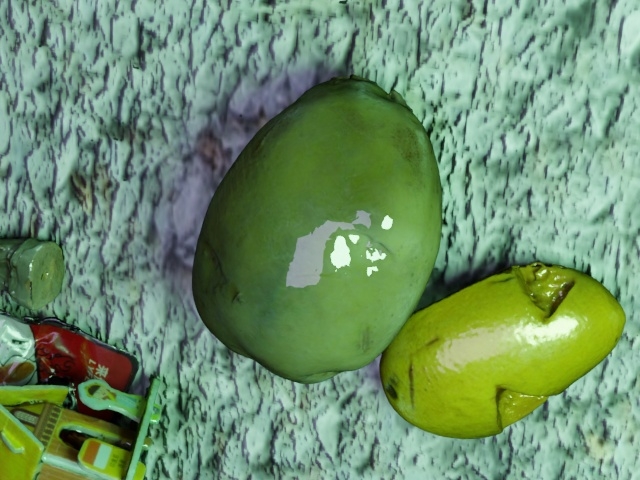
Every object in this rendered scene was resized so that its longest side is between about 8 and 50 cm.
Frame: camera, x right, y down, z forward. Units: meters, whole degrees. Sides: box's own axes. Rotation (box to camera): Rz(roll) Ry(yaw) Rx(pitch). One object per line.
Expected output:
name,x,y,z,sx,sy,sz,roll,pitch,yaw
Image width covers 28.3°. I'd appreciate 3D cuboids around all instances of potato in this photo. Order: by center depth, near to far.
potato,0.000,0.000,1.294,0.221,0.243,0.326,18,121,-31

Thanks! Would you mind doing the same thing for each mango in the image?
mango,0.186,0.111,1.322,0.262,0.130,0.167,-31,99,22

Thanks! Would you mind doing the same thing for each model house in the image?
model house,-0.389,0.310,1.441,0.323,0.340,0.300,20,119,-7

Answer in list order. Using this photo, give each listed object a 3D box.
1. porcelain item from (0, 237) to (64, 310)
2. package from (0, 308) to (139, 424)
porcelain item,-0.423,0.020,1.559,0.215,0.069,0.081,13,116,21
package,-0.374,0.165,1.586,0.269,0.071,0.194,21,126,-7
